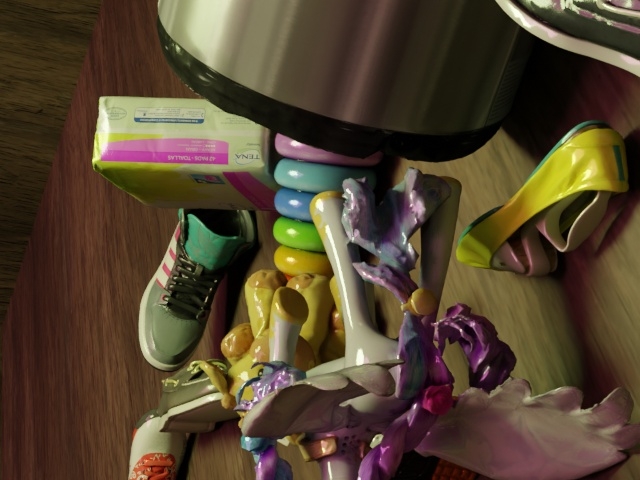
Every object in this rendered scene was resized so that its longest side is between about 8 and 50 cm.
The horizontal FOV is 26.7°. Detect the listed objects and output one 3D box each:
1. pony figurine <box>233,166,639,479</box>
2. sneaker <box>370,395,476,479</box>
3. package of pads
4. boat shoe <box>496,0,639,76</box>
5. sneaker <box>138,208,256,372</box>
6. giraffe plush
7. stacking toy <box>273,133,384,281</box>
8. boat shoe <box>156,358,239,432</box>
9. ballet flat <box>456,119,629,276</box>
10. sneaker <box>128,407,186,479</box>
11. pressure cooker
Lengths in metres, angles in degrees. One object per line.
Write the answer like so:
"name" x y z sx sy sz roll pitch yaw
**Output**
"pony figurine" 0.055 0.121 1.137 0.351 0.303 0.363 131 147 -50
"sneaker" 0.073 0.222 1.342 0.121 0.099 0.262 -92 26 -47
"package of pads" -0.154 -0.105 1.745 0.296 0.229 0.101 46 -134 -77
"boat shoe" 0.242 -0.165 0.961 0.302 0.114 0.091 37 133 34
"sneaker" -0.180 0.042 2.019 0.178 0.124 0.295 129 158 -61
"giraffe plush" -0.048 0.144 1.496 0.170 0.181 0.210 -12 -72 -72
"stacking toy" 0.000 0.000 1.619 0.141 0.141 0.330 -155 70 -69
"boat shoe" -0.174 0.221 1.961 0.305 0.109 0.091 142 129 -66
"ballet flat" 0.193 -0.014 1.179 0.231 0.077 0.077 -50 52 49
"sneaker" -0.261 0.403 2.129 0.145 0.090 0.270 -108 32 -50
"pressure cooker" 0.063 -0.326 1.243 0.370 0.376 0.420 -114 36 -55
